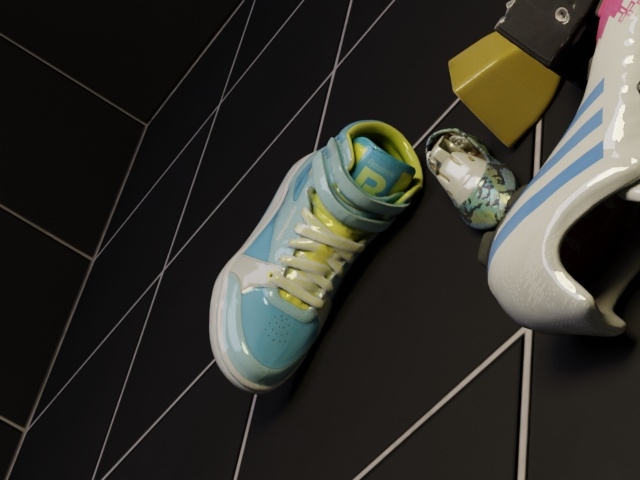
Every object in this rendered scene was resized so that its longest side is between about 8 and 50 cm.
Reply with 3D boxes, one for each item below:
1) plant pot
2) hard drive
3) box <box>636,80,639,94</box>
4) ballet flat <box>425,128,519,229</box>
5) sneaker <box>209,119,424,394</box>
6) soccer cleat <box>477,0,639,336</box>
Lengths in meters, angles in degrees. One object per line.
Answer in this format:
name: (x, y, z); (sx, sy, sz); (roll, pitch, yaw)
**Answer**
plant pot: (0.180, -0.153, 1.477); (0.083, 0.081, 0.081); (-39, 21, 19)
hard drive: (0.275, -0.283, 1.264); (0.339, 0.064, 0.237); (-55, -13, 11)
box: (0.308, -0.122, 0.857); (0.175, 0.051, 0.220); (-45, 25, -28)
ballet flat: (0.133, -0.061, 1.462); (0.070, 0.070, 0.188); (-56, 16, 9)
sneaker: (0.000, 0.000, 1.644); (0.208, 0.127, 0.319); (-38, 26, 55)
soccer cleat: (0.238, -0.076, 1.114); (0.143, 0.116, 0.331); (20, 82, 60)
